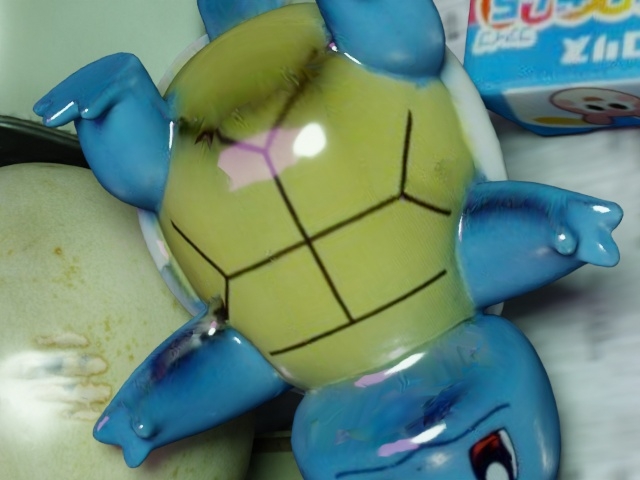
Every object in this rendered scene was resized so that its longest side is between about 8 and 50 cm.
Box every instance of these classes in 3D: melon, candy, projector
[{"bbox_3d":[-0.183,0.087,0.946,0.268,0.268,0.330,-48,38,22],"label":"melon"},{"bbox_3d":[0.179,-0.219,0.825,0.157,0.100,0.305,1,81,42],"label":"candy"},{"bbox_3d":[-0.232,-0.156,1.074,0.249,0.248,0.249,-13,70,40],"label":"projector"}]

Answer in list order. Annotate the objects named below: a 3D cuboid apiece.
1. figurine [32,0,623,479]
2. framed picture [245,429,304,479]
[{"bbox_3d":[-0.010,-0.019,0.813,0.298,0.243,0.416,-24,69,3],"label":"figurine"},{"bbox_3d":[-0.045,0.241,0.962,0.173,0.010,0.231,-10,72,40],"label":"framed picture"}]
